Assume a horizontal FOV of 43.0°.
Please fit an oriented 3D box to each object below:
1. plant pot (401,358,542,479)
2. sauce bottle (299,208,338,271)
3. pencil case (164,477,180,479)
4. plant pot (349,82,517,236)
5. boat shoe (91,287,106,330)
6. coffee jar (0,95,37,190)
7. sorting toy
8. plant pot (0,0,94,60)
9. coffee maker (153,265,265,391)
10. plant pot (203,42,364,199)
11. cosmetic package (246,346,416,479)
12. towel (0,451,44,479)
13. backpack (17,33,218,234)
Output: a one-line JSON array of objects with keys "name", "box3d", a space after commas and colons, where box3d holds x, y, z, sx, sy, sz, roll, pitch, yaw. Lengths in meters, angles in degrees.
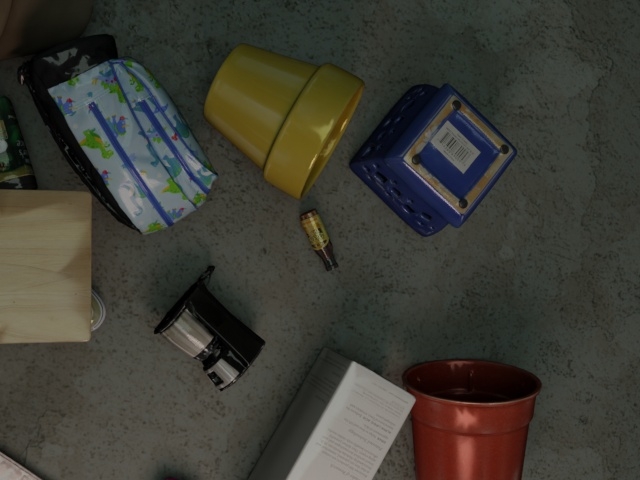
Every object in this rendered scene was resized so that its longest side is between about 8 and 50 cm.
[{"name": "plant pot", "box3d": [0.295, 0.403, 1.622, 0.272, 0.272, 0.265, -2, 99, -15]}, {"name": "sauce bottle", "box3d": [0.000, 0.000, 1.639, 0.042, 0.042, 0.128, -28, 96, -13]}, {"name": "pencil case", "box3d": [-0.303, 0.572, 1.537, 0.104, 0.104, 0.236, 29, 85, -13]}, {"name": "plant pot", "box3d": [0.231, -0.164, 1.613, 0.236, 0.212, 0.236, 42, 81, -12]}, {"name": "boat shoe", "box3d": [-0.533, 0.083, 1.472, 0.302, 0.094, 0.109, 29, 83, -13]}, {"name": "coffee jar", "box3d": [-0.570, -0.161, 1.460, 0.079, 0.096, 0.184, -17, 95, -11]}, {"name": "sorting toy", "box3d": [-0.523, 0.046, 1.380, 0.257, 0.089, 0.255, 0, 84, -16]}, {"name": "plant pot", "box3d": [-0.547, -0.428, 1.350, 0.280, 0.323, 0.323, -11, 94, -59]}, {"name": "coffee maker", "box3d": [-0.196, 0.168, 1.549, 0.178, 0.120, 0.171, 43, 79, -12]}, {"name": "plant pot", "box3d": [-0.079, -0.242, 1.525, 0.239, 0.254, 0.254, 29, 83, 1]}, {"name": "cosmetic package", "box3d": [-0.002, 0.414, 1.554, 0.156, 0.217, 0.385, 31, 84, -13]}, {"name": "towel", "box3d": [-0.644, 0.535, 1.435, 0.317, 0.053, 0.332, 39, 68, -11]}, {"name": "backpack", "box3d": [-0.343, -0.180, 1.432, 0.273, 0.290, 0.355, -20, 104, -15]}]
